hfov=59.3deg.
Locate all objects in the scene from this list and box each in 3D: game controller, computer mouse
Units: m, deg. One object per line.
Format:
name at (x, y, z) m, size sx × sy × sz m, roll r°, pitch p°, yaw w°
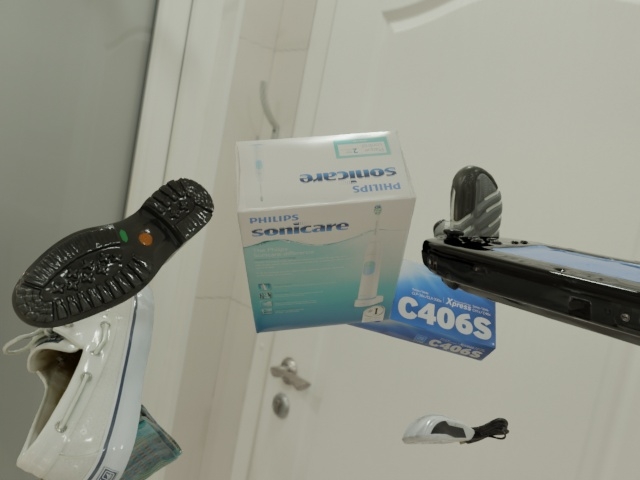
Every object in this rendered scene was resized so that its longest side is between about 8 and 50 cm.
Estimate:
game controller at (0.245, 0.035, 0.491) m, size 0.166 × 0.067 × 0.319 m, roll -12°, pitch 17°, yaw -35°
computer mouse at (0.203, 0.296, 0.884) m, size 0.193 × 0.042 × 0.106 m, roll 18°, pitch -31°, yaw -40°

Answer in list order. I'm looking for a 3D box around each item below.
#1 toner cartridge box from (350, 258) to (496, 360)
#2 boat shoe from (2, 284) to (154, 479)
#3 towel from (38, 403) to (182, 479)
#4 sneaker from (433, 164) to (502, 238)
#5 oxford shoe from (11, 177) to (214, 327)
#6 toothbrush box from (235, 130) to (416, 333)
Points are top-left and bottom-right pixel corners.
toner cartridge box at (0.211, 0.136, 1.241) m, size 0.347 × 0.165 × 0.075 m, roll 15°, pitch -37°, yaw -5°
boat shoe at (-0.323, 0.148, 0.734) m, size 0.156 × 0.136 × 0.367 m, roll 32°, pitch 24°, yaw -28°
towel at (-0.460, 0.492, 1.095) m, size 0.040 × 0.370 × 0.271 m, roll 43°, pitch -22°, yaw 29°
sneaker at (0.207, -0.022, 0.847) m, size 0.086 × 0.229 × 0.132 m, roll -30°, pitch 33°, yaw -13°
oxford shoe at (-0.210, 0.023, 0.585) m, size 0.227 × 0.083 × 0.096 m, roll -38°, pitch 1°, yaw -43°
toothbrush box at (0.000, 0.000, 0.797) m, size 0.216 × 0.126 × 0.296 m, roll -6°, pitch -36°, yaw -4°
